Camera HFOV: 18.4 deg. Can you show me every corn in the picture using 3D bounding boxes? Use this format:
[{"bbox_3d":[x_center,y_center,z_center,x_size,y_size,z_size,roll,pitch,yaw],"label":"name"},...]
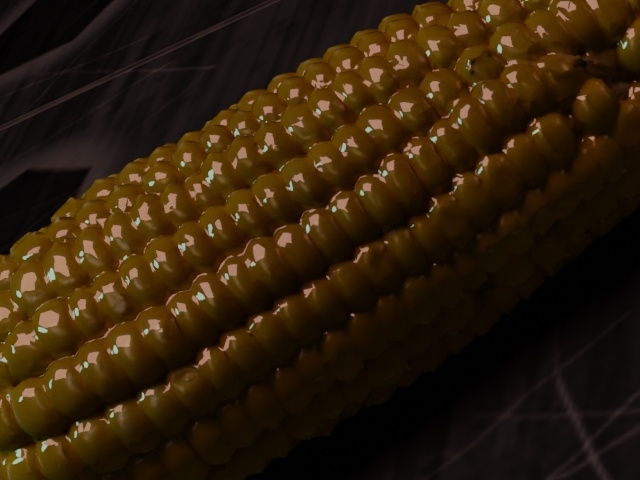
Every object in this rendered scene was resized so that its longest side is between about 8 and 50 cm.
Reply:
[{"bbox_3d":[0.000,0.000,0.675,0.322,0.119,0.119,-33,25,-5],"label":"corn"}]
